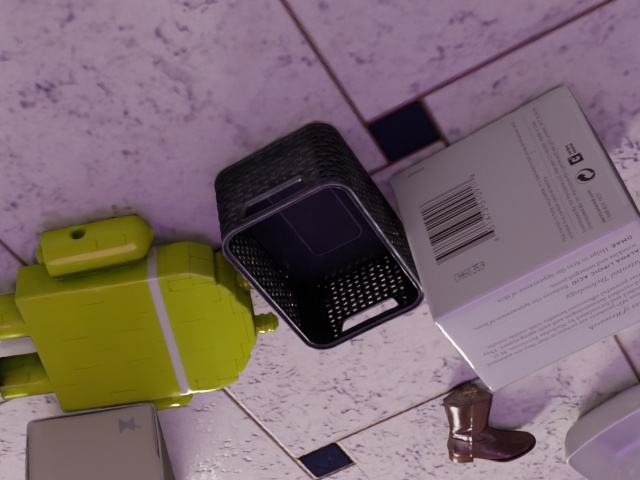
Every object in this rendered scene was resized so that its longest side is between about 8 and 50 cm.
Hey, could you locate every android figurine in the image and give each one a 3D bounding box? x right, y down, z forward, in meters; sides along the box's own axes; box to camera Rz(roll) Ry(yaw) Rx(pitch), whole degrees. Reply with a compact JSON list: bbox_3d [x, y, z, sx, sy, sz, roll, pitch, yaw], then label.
[{"bbox_3d":[-0.176,0.079,1.045,0.272,0.056,0.248,-11,134,0],"label":"android figurine"}]

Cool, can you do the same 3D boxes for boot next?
[{"bbox_3d":[0.190,0.200,1.251,0.106,0.037,0.114,-11,129,-4],"label":"boot"}]

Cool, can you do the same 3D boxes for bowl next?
[{"bbox_3d":[0.359,0.223,1.291,0.142,0.053,0.142,-39,129,24],"label":"bowl"}]

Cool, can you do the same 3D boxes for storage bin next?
[{"bbox_3d":[0.000,0.000,0.987,0.122,0.084,0.180,-26,131,14],"label":"storage bin"}]

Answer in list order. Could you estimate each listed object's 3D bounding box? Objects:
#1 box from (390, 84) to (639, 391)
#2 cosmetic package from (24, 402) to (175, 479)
[{"bbox_3d":[0.177,-0.002,0.953,0.181,0.181,0.119,-28,132,14],"label":"box"},{"bbox_3d":[-0.208,0.306,1.153,0.129,0.153,0.296,-7,143,-5],"label":"cosmetic package"}]
